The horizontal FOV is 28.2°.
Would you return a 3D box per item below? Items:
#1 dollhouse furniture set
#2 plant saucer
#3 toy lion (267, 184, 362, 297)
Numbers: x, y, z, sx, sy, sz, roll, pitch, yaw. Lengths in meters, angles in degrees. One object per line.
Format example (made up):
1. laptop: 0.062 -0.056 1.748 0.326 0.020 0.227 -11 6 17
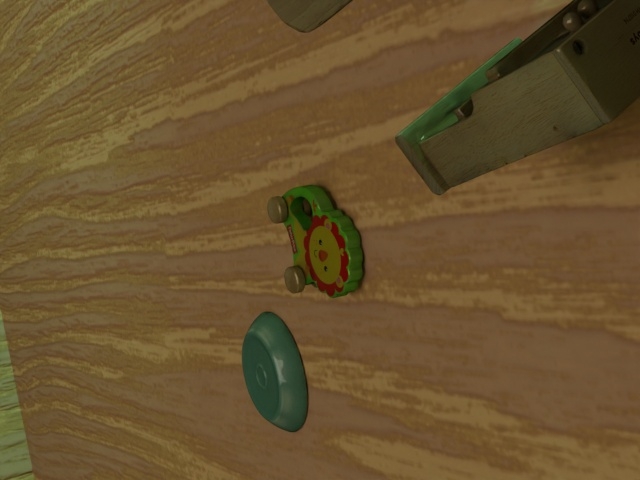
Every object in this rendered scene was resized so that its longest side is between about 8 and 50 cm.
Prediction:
1. dollhouse furniture set: 0.063 -0.164 0.662 0.242 0.212 0.161 53 155 -7
2. plant saucer: -0.049 0.128 1.223 0.119 0.021 0.119 37 133 53
3. toy lion: 0.000 0.000 1.062 0.096 0.034 0.100 -25 78 57
